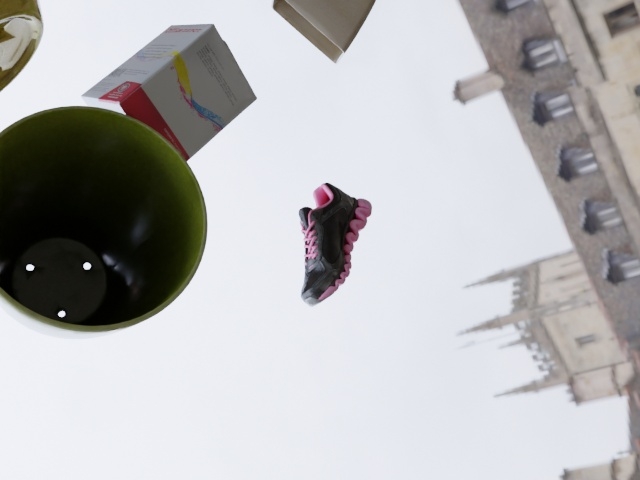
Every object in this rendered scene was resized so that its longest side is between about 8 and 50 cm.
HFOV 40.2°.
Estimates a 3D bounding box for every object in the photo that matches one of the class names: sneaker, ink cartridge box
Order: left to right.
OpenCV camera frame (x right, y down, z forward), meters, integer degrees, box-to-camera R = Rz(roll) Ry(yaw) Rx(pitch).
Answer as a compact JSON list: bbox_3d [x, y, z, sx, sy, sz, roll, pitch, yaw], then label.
[{"bbox_3d":[-0.204,-0.196,1.199,0.176,0.128,0.127,-45,-56,-20],"label":"ink cartridge box"},{"bbox_3d":[0.000,0.000,0.718,0.057,0.047,0.119,37,-132,-19],"label":"sneaker"}]

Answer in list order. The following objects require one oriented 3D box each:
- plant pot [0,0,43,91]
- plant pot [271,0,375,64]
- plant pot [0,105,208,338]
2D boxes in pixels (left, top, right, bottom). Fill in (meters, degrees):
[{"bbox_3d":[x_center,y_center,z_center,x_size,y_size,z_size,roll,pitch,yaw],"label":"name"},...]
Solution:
[{"bbox_3d":[-0.179,-0.108,0.380,0.095,0.134,0.134,47,-151,1],"label":"plant pot"},{"bbox_3d":[0.013,-0.289,1.048,0.109,0.096,0.109,40,-179,-6],"label":"plant pot"},{"bbox_3d":[-0.318,0.017,1.120,0.274,0.293,0.275,9,-112,-22],"label":"plant pot"}]
